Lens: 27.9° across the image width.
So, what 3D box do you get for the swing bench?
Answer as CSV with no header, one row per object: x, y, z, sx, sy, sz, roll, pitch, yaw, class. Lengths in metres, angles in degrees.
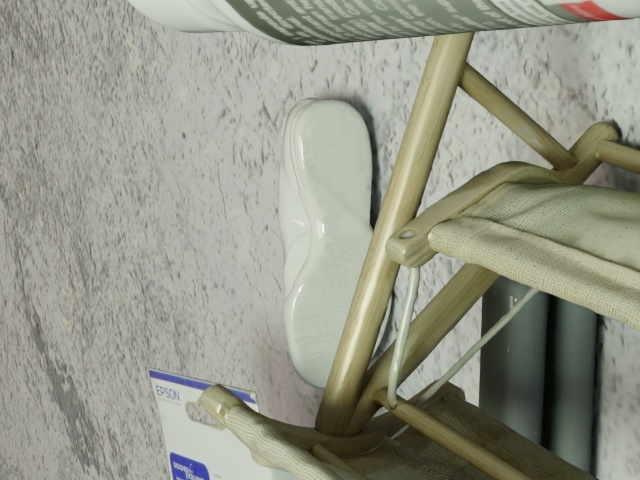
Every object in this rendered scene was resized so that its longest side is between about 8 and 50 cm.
0.119,0.049,0.590,0.253,0.165,0.255,28,86,51,swing bench

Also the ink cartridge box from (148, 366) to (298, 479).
-0.041,0.254,0.957,0.165,0.065,0.333,5,106,56,ink cartridge box

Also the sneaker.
0.000,0.000,0.960,0.094,0.080,0.212,-160,68,-66,sneaker

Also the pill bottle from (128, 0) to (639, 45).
0.029,-0.172,0.583,0.283,0.161,0.161,3,104,43,pill bottle

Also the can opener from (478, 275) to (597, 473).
0.140,0.151,0.785,0.093,0.074,0.281,20,116,60,can opener
